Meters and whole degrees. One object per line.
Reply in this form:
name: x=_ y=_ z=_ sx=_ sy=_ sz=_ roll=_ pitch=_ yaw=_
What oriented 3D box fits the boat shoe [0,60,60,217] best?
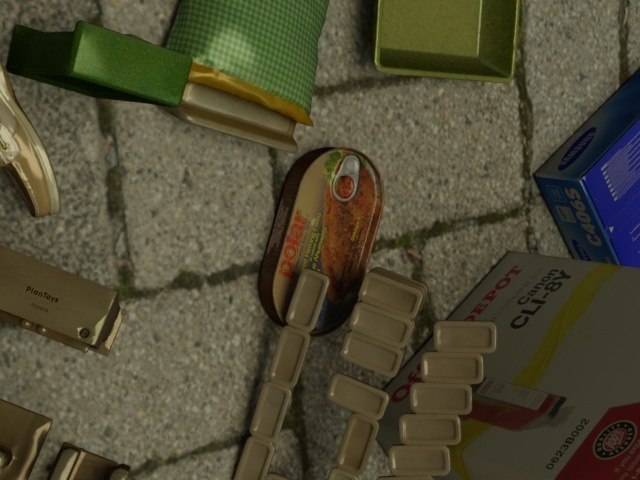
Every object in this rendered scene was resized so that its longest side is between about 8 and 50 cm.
boat shoe: x=-0.267 y=-0.089 z=0.949 sx=0.059 sy=0.063 sz=0.170 roll=-31 pitch=104 yaw=-25

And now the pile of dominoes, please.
pile of dominoes: x=0.044 y=0.156 z=1.130 sx=0.040 sy=0.196 sz=0.251 roll=-25 pitch=134 yaw=-75

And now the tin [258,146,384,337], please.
tin: x=0.000 y=0.000 z=1.162 sx=0.106 sy=0.040 sz=0.190 roll=18 pitch=87 yaw=-39

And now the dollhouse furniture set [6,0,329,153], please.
dollhouse furniture set: x=-0.085 y=-0.196 z=1.001 sx=0.301 sy=0.151 sz=0.197 roll=13 pitch=89 yaw=-36

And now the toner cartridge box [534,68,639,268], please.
toner cartridge box: x=0.414 y=-0.117 z=1.411 sx=0.348 sy=0.075 sz=0.165 roll=-43 pitch=117 yaw=-23

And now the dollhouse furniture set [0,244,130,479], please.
dollhouse furniture set: x=-0.246 y=0.140 z=0.906 sx=0.212 sy=0.161 sz=0.242 roll=23 pitch=80 yaw=-5

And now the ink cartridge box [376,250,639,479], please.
ink cartridge box: x=0.266 y=0.169 z=1.162 sx=0.279 sy=0.384 sz=0.160 roll=-44 pitch=116 yaw=-22

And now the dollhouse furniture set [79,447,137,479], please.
dollhouse furniture set: x=-0.268 y=0.229 z=1.006 sx=0.182 sy=0.161 sz=0.101 roll=36 pitch=114 yaw=4

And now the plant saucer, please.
plant saucer: x=0.122 y=-0.259 z=1.202 sx=0.188 sy=0.045 sz=0.188 roll=-1 pitch=97 yaw=-35
